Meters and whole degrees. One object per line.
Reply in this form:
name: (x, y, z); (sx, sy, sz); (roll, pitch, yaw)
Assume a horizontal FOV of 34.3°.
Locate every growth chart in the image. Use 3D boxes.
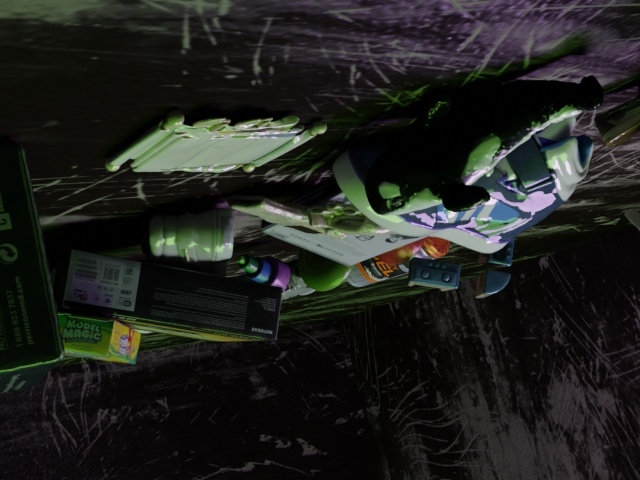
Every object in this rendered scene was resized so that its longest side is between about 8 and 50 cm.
growth chart: (-0.104, -0.101, 1.093); (0.172, 0.021, 0.237); (-22, 169, 41)

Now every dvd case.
dvd case: (0.049, -0.027, 1.562); (0.179, 0.030, 0.238); (23, 152, -31)

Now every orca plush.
orca plush: (0.161, -0.121, 1.131); (0.287, 0.151, 0.102); (-15, 141, 30)

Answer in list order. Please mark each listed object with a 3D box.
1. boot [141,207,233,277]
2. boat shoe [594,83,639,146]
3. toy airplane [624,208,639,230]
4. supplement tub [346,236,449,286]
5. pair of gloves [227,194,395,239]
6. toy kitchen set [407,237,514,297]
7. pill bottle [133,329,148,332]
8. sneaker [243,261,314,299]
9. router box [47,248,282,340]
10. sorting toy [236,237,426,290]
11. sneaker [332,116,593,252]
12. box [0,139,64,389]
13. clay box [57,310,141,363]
boot: (-0.194, 0.002, 1.479); (0.123, 0.095, 0.258); (1, 167, -9)
boat shoe: (0.420, -0.179, 1.319); (0.152, 0.049, 0.056); (-34, 166, 12)
toy airplane: (0.522, -0.103, 1.248); (0.272, 0.385, 0.386); (21, 180, 28)
supplement tub: (0.128, 0.007, 1.866); (0.190, 0.117, 0.117); (-19, 170, 31)
pair of gloves: (0.020, -0.024, 1.403); (0.240, 0.042, 0.204); (5, 177, 38)
toy kitchen set: (0.240, -0.020, 1.704); (0.166, 0.207, 0.122); (9, 169, -5)
pill bottle: (-0.286, 0.100, 1.803); (0.121, 0.121, 0.216); (-16, 172, 18)
sneaker: (-0.088, 0.089, 2.236); (0.228, 0.086, 0.132); (-21, 171, -24)
router box: (-0.245, 0.085, 1.486); (0.308, 0.081, 0.243); (12, 170, -26)
sorting toy: (0.000, 0.000, 1.748); (0.365, 0.127, 0.126); (-21, 145, 33)
sneaker: (0.198, -0.110, 1.298); (0.322, 0.130, 0.236); (17, 130, -38)
box: (-0.471, 0.069, 0.980); (0.395, 0.212, 0.293); (-11, 172, -22)
clay box: (-0.328, 0.130, 1.405); (0.127, 0.053, 0.222); (8, 171, 2)
